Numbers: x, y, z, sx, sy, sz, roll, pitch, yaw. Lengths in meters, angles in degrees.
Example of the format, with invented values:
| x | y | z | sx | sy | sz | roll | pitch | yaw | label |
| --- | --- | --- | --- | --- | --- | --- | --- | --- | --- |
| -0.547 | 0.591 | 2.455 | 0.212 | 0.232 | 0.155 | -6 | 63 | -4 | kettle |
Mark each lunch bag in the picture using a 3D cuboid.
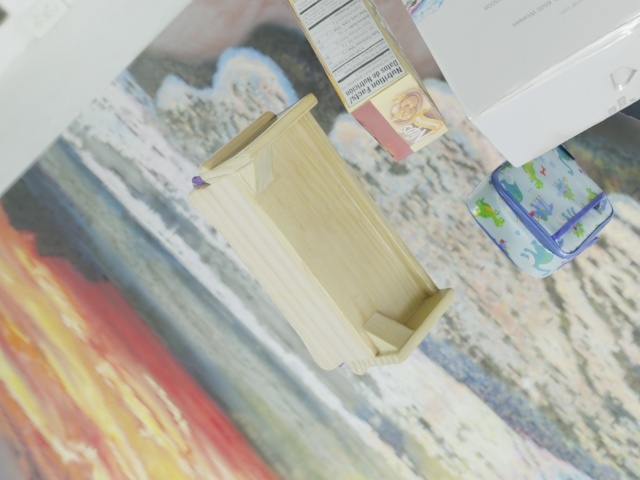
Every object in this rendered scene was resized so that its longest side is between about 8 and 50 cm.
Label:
| x | y | z | sx | sy | sz | roll | pitch | yaw | label |
| --- | --- | --- | --- | --- | --- | --- | --- | --- | --- |
| 0.331 | -0.049 | 1.355 | 0.176 | 0.090 | 0.219 | 51 | -137 | 9 | lunch bag |

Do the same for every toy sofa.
| x | y | z | sx | sy | sz | roll | pitch | yaw | label |
| --- | --- | --- | --- | --- | --- | --- | --- | --- | --- |
| 0.000 | 0.000 | 1.248 | 0.362 | 0.150 | 0.177 | 53 | 145 | -12 | toy sofa |

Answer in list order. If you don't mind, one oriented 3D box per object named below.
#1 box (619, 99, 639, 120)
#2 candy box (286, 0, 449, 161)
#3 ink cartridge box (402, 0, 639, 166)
| x | y | z | sx | sy | sz | roll | pitch | yaw | label |
| --- | --- | --- | --- | --- | --- | --- | --- | --- | --- |
| 0.502 | -0.343 | 0.965 | 0.472 | 0.297 | 0.480 | 34 | 156 | 38 | box |
| 0.032 | -0.268 | 1.145 | 0.316 | 0.087 | 0.183 | 62 | -167 | 23 | candy box |
| 0.155 | -0.208 | 0.716 | 0.233 | 0.168 | 0.171 | 64 | -162 | 17 | ink cartridge box |
